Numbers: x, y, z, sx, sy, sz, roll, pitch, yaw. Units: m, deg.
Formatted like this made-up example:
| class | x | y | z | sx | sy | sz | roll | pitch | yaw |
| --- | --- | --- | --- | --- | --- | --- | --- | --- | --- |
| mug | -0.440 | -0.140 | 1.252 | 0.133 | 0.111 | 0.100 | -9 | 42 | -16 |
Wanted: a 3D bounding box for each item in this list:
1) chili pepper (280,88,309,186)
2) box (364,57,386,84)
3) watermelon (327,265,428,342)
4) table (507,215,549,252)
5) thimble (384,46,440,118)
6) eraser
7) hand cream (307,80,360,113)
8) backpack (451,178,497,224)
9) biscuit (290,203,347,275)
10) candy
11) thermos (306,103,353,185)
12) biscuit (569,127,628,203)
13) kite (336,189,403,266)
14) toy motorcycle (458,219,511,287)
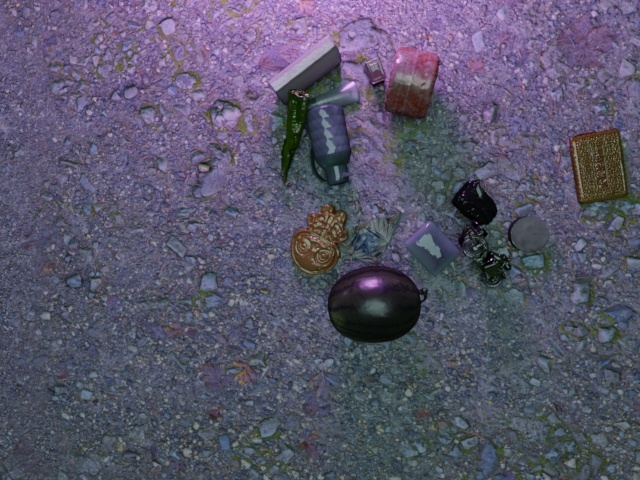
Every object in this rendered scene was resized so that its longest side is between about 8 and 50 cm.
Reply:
| class | x | y | z | sx | sy | sz | roll | pitch | yaw |
| --- | --- | --- | --- | --- | --- | --- | --- | --- | --- |
| chili pepper | -0.103 | -0.378 | 1.609 | 0.085 | 0.076 | 0.359 | 21 | 122 | 16 |
| box | 0.205 | -0.623 | 1.599 | 0.060 | 0.063 | 0.084 | -19 | 93 | 10 |
| watermelon | 0.206 | 0.229 | 1.556 | 0.360 | 0.279 | 0.278 | -5 | 94 | 4 |
| table | 0.766 | -0.024 | 1.585 | 0.134 | 0.043 | 0.133 | 1 | 94 | 7 |
| thimble | 0.322 | -0.548 | 1.508 | 0.162 | 0.239 | 0.239 | 13 | 96 | 7 |
| eraser | -0.056 | -0.619 | 1.576 | 0.270 | 0.174 | 0.094 | -34 | 91 | 8 |
| hand cream | 0.022 | -0.531 | 1.639 | 0.255 | 0.048 | 0.079 | -17 | 97 | 5 |
| backpack | 0.563 | -0.130 | 1.573 | 0.120 | 0.106 | 0.165 | -44 | 105 | -13 |
| biscuit | 0.000 | 0.000 | 1.676 | 0.202 | 0.044 | 0.288 | 33 | 103 | 5 |
| candy | 0.420 | 0.030 | 1.618 | 0.138 | 0.071 | 0.174 | -44 | 87 | 9 |
| thermos | 0.027 | -0.347 | 1.610 | 0.182 | 0.145 | 0.286 | -7 | 95 | 40 |
| biscuit | 1.003 | -0.268 | 1.545 | 0.172 | 0.029 | 0.254 | -10 | 93 | 8 |
| kite | 0.164 | -0.043 | 1.675 | 0.336 | 0.011 | 0.314 | -17 | 92 | 7 |
| toy motorcycle | 0.591 | 0.053 | 1.533 | 0.127 | 0.205 | 0.275 | -34 | 92 | 14 |
